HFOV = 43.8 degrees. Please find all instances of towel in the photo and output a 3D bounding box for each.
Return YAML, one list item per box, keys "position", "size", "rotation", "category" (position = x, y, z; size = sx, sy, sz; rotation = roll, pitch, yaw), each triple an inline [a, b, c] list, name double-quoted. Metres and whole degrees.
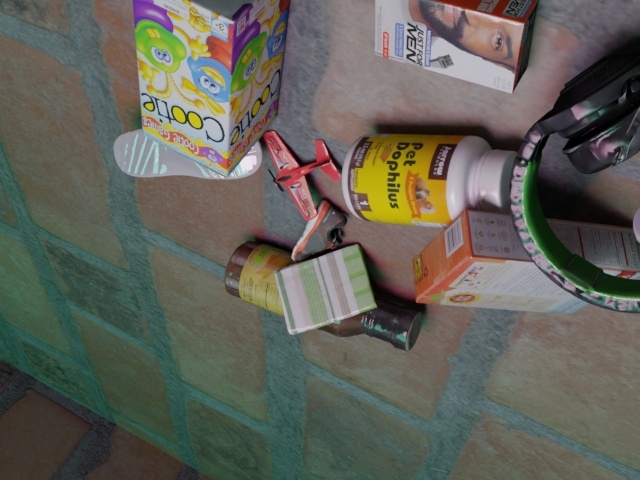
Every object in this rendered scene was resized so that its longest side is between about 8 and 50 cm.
- position: [0.008, 0.080, 1.286]
  size: [0.151, 0.113, 0.023]
  rotation: [-18, 164, 12]
  category: "towel"

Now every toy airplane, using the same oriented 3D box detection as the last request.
- position: [-0.027, -0.106, 1.189]
  size: [0.151, 0.028, 0.151]
  rotation: [27, 135, 31]
  category: "toy airplane"

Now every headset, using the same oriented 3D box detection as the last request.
- position: [0.324, -0.090, 0.746]
  size: [0.243, 0.185, 0.394]
  rotation: [33, 127, 16]
  category: "headset"

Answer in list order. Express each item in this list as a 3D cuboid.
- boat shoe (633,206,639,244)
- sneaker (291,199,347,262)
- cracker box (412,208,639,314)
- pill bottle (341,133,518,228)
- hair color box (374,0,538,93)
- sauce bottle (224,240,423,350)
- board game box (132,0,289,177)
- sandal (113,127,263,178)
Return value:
- position: [0.473, -0.005, 0.844]
  size: [0.258, 0.095, 0.084]
  rotation: [7, 155, 39]
  category: "boat shoe"
- position: [0.000, 0.000, 1.280]
  size: [0.064, 0.061, 0.158]
  rotation: [28, 148, -1]
  category: "sneaker"
- position: [0.251, 0.032, 0.985]
  size: [0.232, 0.067, 0.156]
  rotation: [6, 155, -17]
  category: "cracker box"
- position: [0.142, -0.075, 1.004]
  size: [0.214, 0.117, 0.117]
  rotation: [6, 138, 35]
  category: "pill bottle"
- position: [0.143, -0.231, 0.865]
  size: [0.167, 0.053, 0.093]
  rotation: [20, 143, 20]
  category: "hair color box"
- position: [0.005, 0.097, 1.353]
  size: [0.344, 0.111, 0.111]
  rotation: [18, 144, 21]
  category: "sauce bottle"
- position: [-0.137, -0.238, 1.017]
  size: [0.142, 0.144, 0.275]
  rotation: [28, 147, 10]
  category: "board game box"
- position: [-0.201, -0.153, 1.242]
  size: [0.265, 0.076, 0.102]
  rotation: [2, 112, 25]
  category: "sandal"
